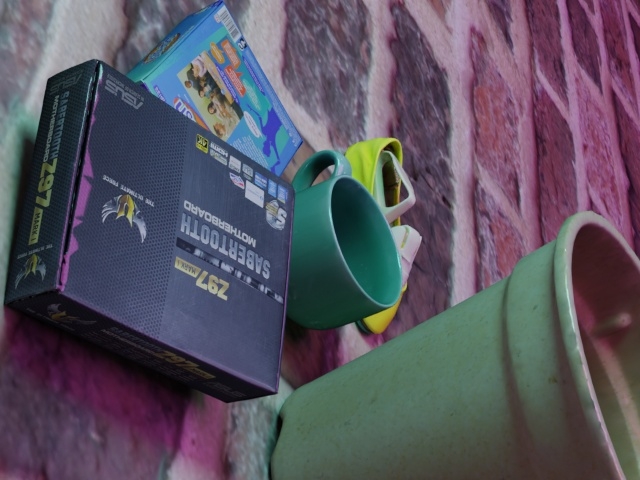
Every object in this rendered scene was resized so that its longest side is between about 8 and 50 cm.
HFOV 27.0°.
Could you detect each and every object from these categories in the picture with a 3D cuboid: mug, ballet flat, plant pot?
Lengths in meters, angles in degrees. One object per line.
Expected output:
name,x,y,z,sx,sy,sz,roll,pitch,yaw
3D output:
mug,0.004,0.009,1.231,0.129,0.097,0.157,56,27,-23
ballet flat,0.066,-0.015,1.397,0.077,0.077,0.231,41,36,-46
plant pot,0.140,0.184,1.114,0.334,0.305,0.333,45,33,-40

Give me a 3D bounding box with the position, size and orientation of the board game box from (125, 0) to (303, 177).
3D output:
board game box,-0.097,-0.105,1.181,0.160,0.047,0.210,60,26,-17

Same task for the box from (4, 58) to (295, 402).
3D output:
box,-0.115,0.000,0.991,0.233,0.059,0.183,32,54,-43
